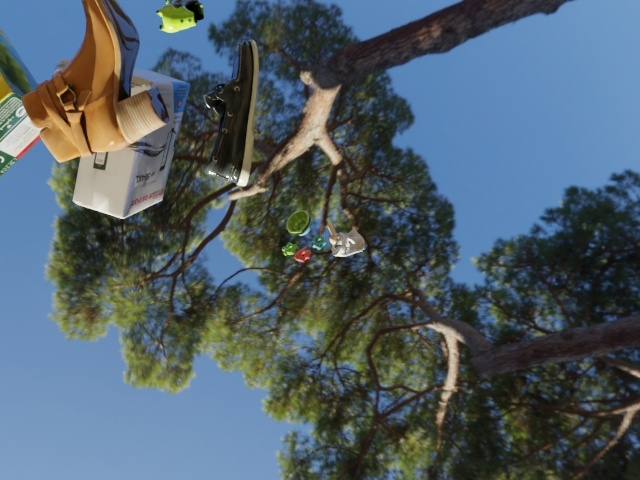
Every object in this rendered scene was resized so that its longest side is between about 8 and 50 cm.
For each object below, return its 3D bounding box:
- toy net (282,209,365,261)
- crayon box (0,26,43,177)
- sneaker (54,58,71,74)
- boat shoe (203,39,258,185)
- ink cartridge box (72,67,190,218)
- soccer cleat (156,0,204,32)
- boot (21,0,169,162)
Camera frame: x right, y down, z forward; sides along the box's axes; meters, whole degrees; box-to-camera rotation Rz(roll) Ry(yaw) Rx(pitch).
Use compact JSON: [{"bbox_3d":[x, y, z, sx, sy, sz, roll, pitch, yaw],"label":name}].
[{"bbox_3d":[0.000,0.000,1.355,0.045,0.232,0.122,47,-115,-45],"label":"toy net"},{"bbox_3d":[-0.635,-0.189,0.878,0.363,0.106,0.313,-41,-113,5],"label":"crayon box"},{"bbox_3d":[-0.502,-0.272,1.179,0.124,0.321,0.180,26,-93,-52],"label":"sneaker"},{"bbox_3d":[-0.205,-0.294,1.231,0.113,0.127,0.340,5,-95,-16],"label":"boat shoe"},{"bbox_3d":[-0.283,-0.151,0.835,0.085,0.148,0.203,19,-73,3],"label":"ink cartridge box"},{"bbox_3d":[-0.243,-0.417,0.991,0.072,0.060,0.179,-4,-140,-1],"label":"soccer cleat"},{"bbox_3d":[-0.287,-0.199,0.657,0.152,0.073,0.197,-18,-82,8],"label":"boot"}]
